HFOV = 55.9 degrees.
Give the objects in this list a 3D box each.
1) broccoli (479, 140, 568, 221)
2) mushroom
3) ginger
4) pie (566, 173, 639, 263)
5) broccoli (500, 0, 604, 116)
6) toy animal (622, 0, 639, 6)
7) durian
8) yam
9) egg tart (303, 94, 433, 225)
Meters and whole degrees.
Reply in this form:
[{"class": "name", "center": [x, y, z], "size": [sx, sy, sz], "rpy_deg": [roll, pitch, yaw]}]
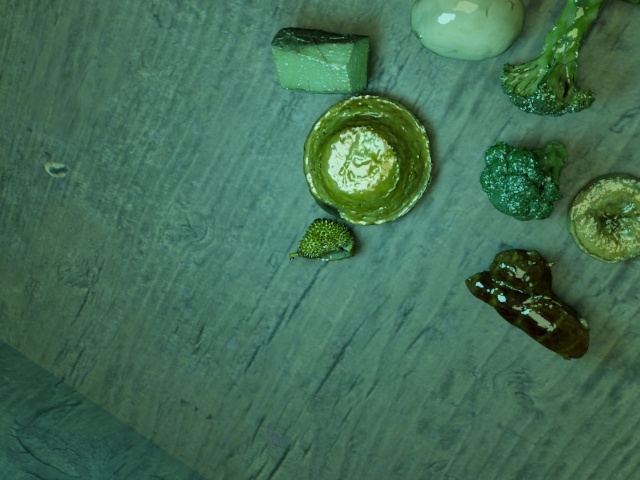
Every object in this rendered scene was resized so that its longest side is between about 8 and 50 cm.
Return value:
[{"class": "broccoli", "center": [0.605, -0.192, 1.773], "size": [0.270, 0.270, 0.270], "rpy_deg": [-40, 89, -8]}, {"class": "mushroom", "center": [0.416, -0.682, 1.689], "size": [0.315, 0.314, 0.336], "rpy_deg": [5, 85, 18]}, {"class": "ginger", "center": [0.680, 0.185, 1.870], "size": [0.418, 0.176, 0.254], "rpy_deg": [41, 120, 11]}, {"class": "pie", "center": [0.877, -0.064, 1.795], "size": [0.274, 0.055, 0.274], "rpy_deg": [5, 106, 19]}, {"class": "broccoli", "center": [0.668, -0.499, 1.636], "size": [0.361, 0.221, 0.252], "rpy_deg": [-55, 47, 46]}, {"class": "toy animal", "center": [0.819, -0.803, 1.551], "size": [0.181, 0.181, 0.362], "rpy_deg": [11, 110, 7]}, {"class": "durian", "center": [0.000, 0.000, 2.068], "size": [0.238, 0.193, 0.137], "rpy_deg": [-11, 78, 11]}, {"class": "yam", "center": [0.018, -0.564, 1.884], "size": [0.271, 0.201, 0.202], "rpy_deg": [14, 137, 23]}, {"class": "egg tart", "center": [0.141, -0.246, 1.938], "size": [0.443, 0.178, 0.442], "rpy_deg": [4, 105, 16]}]
